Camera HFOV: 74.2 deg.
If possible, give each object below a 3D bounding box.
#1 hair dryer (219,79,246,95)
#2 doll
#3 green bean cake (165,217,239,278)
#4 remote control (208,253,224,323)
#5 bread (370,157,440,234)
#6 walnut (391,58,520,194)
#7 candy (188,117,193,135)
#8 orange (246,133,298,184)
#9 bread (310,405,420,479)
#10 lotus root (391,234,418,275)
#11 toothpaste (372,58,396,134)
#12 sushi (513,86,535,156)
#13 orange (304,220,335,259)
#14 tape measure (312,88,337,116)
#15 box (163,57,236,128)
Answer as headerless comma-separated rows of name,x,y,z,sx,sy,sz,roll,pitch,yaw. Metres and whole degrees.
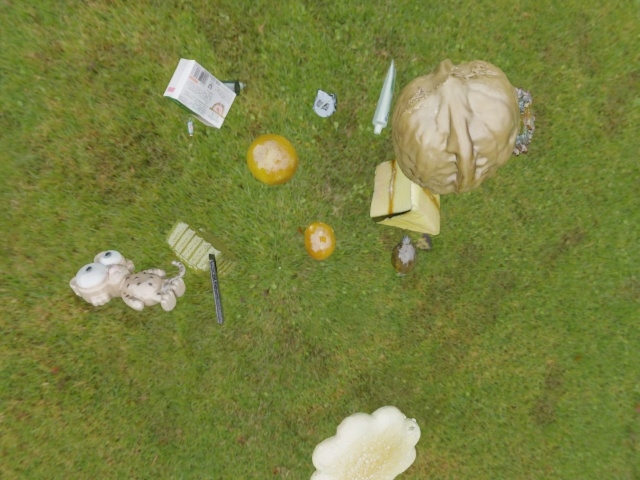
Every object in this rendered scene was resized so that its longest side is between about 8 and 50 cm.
hair dryer,-0.338,-0.596,1.647,0.101,0.197,0.057,6,113,13
doll,-0.481,0.105,1.074,0.278,0.119,0.154,5,45,7
green bean cake,-0.447,0.037,1.595,0.233,0.236,0.124,40,88,14
remote control,-0.349,0.163,1.411,0.025,0.063,0.245,-6,113,-9
bread,0.286,-0.120,1.154,0.264,0.163,0.167,9,77,-30
walnut,0.207,-0.173,0.664,0.198,0.245,0.198,-6,69,17
candy,-0.586,-0.511,1.908,0.020,0.030,0.083,-5,118,-16
orange,-0.203,-0.342,1.796,0.237,0.236,0.236,0,86,-5
bread,0.119,0.545,1.064,0.316,0.054,0.315,-10,117,-21
lotus root,0.378,0.067,1.884,0.120,0.120,0.209,-5,126,-6
toothpaste,0.183,-0.395,1.181,0.041,0.064,0.218,11,77,21
sushi,0.584,-0.394,1.377,0.270,0.171,0.236,-20,109,-45
orange,0.000,0.000,1.691,0.124,0.156,0.156,-3,86,9
tape measure,0.020,-0.507,1.572,0.091,0.054,0.094,19,117,10
box,-0.388,-0.473,1.378,0.081,0.199,0.135,24,87,36
